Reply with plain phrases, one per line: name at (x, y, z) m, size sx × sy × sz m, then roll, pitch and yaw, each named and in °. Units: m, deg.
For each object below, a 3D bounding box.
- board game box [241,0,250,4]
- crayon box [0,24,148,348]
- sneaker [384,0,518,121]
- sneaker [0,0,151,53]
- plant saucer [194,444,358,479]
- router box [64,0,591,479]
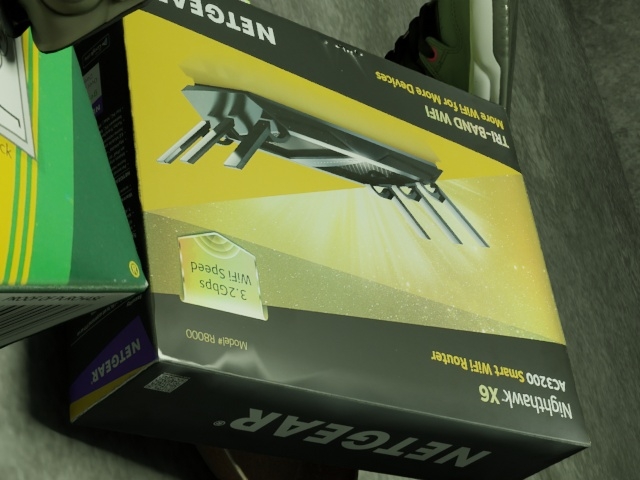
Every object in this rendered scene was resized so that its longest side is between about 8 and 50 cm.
board game box at (-0.099, -0.138, 0.933) m, size 0.181 × 0.043 × 0.092 m, roll 27°, pitch 46°, yaw -59°
crayon box at (-0.233, -0.115, 0.515) m, size 0.363 × 0.106 × 0.313 m, roll 4°, pitch 66°, yaw -66°
sneaker at (0.046, -0.103, 1.055) m, size 0.123 × 0.179 × 0.295 m, roll -72°, pitch 165°, yaw -58°
sneaker at (-0.121, -0.156, 0.558) m, size 0.227 × 0.087 × 0.130 m, roll 36°, pitch 30°, yaw -64°
plant saucer at (-0.039, 0.083, 0.882) m, size 0.198 × 0.036 × 0.198 m, roll 50°, pitch 28°, yaw -39°
router box at (0.000, 0.000, 0.835) m, size 0.309 × 0.081 × 0.242 m, roll 15°, pitch 53°, yaw -39°
